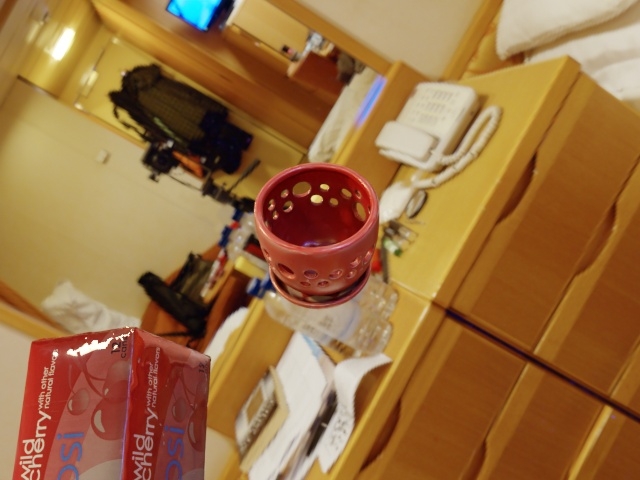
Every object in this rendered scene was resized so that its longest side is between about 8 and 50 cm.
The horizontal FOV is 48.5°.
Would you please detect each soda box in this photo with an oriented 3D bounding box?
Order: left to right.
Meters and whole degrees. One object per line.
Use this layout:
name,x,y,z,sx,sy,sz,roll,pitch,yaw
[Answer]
soda box,-0.128,0.191,0.421,0.083,0.092,0.263,-10,66,21

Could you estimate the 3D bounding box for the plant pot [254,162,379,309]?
plant pot,0.000,0.000,1.124,0.174,0.191,0.191,82,-159,-49
